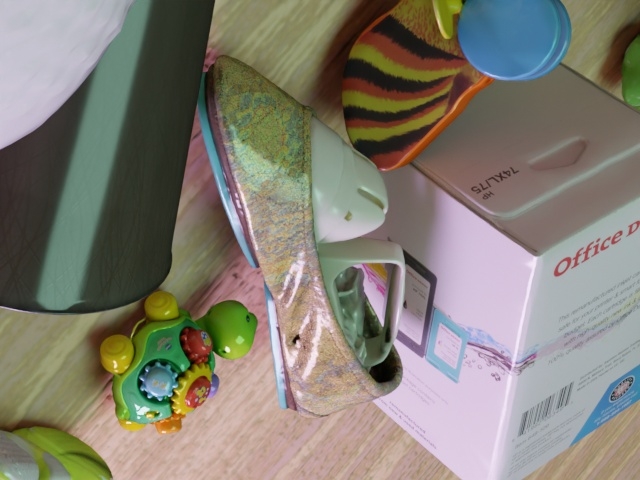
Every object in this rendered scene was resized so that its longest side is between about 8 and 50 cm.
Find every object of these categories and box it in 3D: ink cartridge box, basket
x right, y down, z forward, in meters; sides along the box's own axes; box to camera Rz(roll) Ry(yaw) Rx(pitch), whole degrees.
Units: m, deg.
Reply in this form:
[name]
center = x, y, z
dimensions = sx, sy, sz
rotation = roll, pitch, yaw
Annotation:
[ink cartridge box]
center = 0.154, 0.022, 1.298
dimensions = 0.198, 0.197, 0.270
rotation = -27, 140, -32
[basket]
center = -0.133, -0.103, 0.869
dimensions = 0.204, 0.154, 0.227
rotation = -86, -170, -68

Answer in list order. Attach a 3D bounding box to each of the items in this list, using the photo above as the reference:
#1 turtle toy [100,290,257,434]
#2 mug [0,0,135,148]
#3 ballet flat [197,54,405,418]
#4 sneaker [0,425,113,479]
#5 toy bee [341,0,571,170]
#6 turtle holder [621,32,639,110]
[turtle toy]
center = -0.102, 0.088, 1.169
dimensions = 0.130, 0.066, 0.095
rotation = -46, 149, -30
[mug]
center = -0.235, -0.183, 0.608
dimensions = 0.374, 0.276, 0.328
rotation = -9, 144, -7
[ballet flat]
center = 0.000, 0.000, 1.140
dimensions = 0.123, 0.123, 0.349
rotation = -37, 140, -22
[sneaker]
center = -0.237, 0.182, 1.078
dimensions = 0.126, 0.091, 0.240
rotation = -53, 148, 4
[toy bee]
center = 0.123, -0.189, 1.136
dimensions = 0.298, 0.162, 0.195
rotation = -32, 176, -6
[turtle holder]
center = 0.405, -0.227, 1.345
dimensions = 0.227, 0.320, 0.243
rotation = -26, 115, -48
